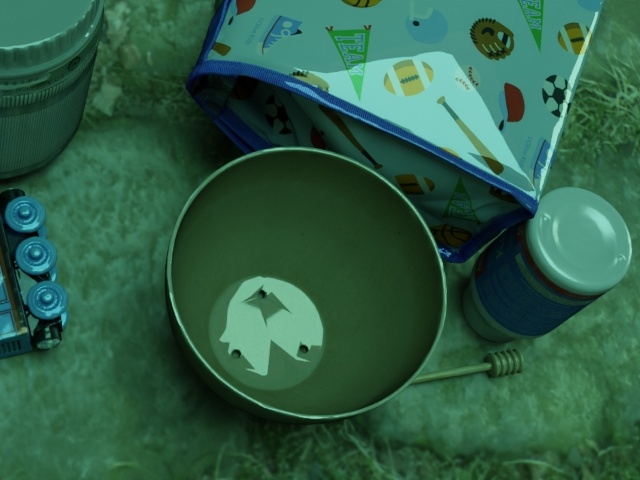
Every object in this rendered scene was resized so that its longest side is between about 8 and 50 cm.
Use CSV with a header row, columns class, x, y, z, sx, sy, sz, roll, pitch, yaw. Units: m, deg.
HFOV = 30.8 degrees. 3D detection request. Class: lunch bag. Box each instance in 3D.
class,x,y,z,sx,sy,sz,roll,pitch,yaw
lunch bag,0.076,-0.209,1.302,0.385,0.239,0.328,26,63,-10

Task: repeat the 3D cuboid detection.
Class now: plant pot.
class,x,y,z,sx,sy,sz,roll,pitch,yaw
plant pot,-0.034,0.069,1.218,0.284,0.191,0.284,6,67,-14

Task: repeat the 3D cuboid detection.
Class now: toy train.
class,x,y,z,sx,sy,sz,roll,pitch,yaw
toy train,-0.326,0.033,1.206,0.105,0.080,0.184,-14,71,-17

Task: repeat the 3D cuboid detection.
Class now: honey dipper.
class,x,y,z,sx,sy,sz,roll,pitch,yaw
honey dipper,0.158,0.150,1.341,0.160,0.030,0.030,-6,69,-18

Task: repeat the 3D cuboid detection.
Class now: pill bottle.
class,x,y,z,sx,sy,sz,roll,pitch,yaw
pill bottle,0.243,0.039,1.308,0.124,0.221,0.124,8,64,-16

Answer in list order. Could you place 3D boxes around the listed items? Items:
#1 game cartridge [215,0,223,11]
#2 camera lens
class,x,y,z,sx,sy,sz,roll,pitch,yaw
game cartridge,-0.006,-0.185,1.427,0.198,0.062,0.297,-4,68,-25
camera lens,-0.342,-0.205,1.195,0.219,0.274,0.219,7,65,-16
